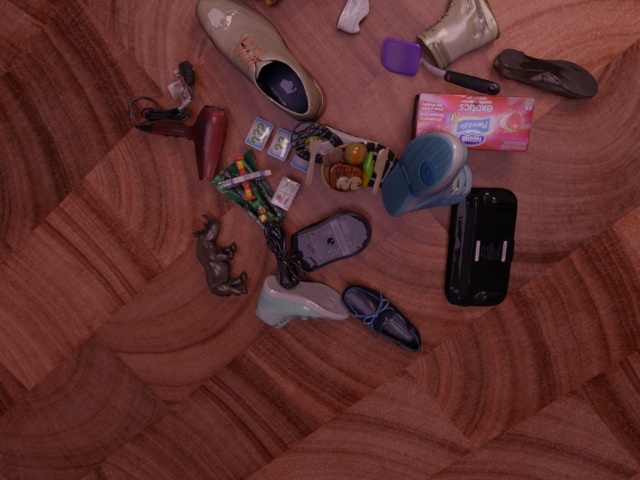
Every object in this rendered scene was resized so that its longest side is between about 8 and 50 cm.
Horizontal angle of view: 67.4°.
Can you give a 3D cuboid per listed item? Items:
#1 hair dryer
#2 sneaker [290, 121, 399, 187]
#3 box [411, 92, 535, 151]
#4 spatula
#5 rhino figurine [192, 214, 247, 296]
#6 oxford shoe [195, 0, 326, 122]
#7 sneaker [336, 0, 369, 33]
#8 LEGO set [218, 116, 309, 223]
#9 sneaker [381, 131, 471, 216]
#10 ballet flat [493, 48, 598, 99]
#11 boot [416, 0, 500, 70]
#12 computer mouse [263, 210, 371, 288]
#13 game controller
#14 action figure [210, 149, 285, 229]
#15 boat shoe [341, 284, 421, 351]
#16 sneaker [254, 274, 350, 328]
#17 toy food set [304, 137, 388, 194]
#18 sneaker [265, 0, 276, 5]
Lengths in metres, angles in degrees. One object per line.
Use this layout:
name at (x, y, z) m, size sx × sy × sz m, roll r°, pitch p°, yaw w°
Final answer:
hair dryer at (-0.344, -0.285, 1.243) m, size 0.223 × 0.080 × 0.294 m, roll -31°, pitch 87°, yaw 19°
sneaker at (0.063, -0.225, 1.189) m, size 0.299 × 0.121 × 0.111 m, roll 21°, pitch 110°, yaw -19°
box at (0.348, -0.278, 1.128) m, size 0.256 × 0.128 × 0.123 m, roll 4°, pitch 105°, yaw 5°
spatula at (0.270, -0.388, 1.097) m, size 0.296 × 0.030 × 0.084 m, roll 32°, pitch 145°, yaw 25°
rhino figurine at (-0.284, 0.045, 1.316) m, size 0.106 × 0.073 × 0.244 m, roll -16°, pitch 101°, yaw 7°
oxford shoe at (-0.143, -0.441, 1.131) m, size 0.397 × 0.146 × 0.140 m, roll 40°, pitch 106°, yaw -5°
sneaker at (0.091, -0.563, 1.126) m, size 0.061 × 0.054 × 0.152 m, roll 21°, pitch 112°, yaw -9°
LEGO set at (-0.134, -0.172, 1.207) m, size 0.182 × 0.060 × 0.245 m, roll 26°, pitch 85°, yaw -3°
sneaker at (0.286, -0.160, 1.093) m, size 0.208 × 0.319 × 0.127 m, roll -12°, pitch 80°, yaw -19°
ballet flat at (0.523, -0.382, 1.123) m, size 0.249 × 0.058 × 0.084 m, roll 14°, pitch 71°, yaw -3°
boot at (0.291, -0.519, 1.100) m, size 0.165 × 0.077 × 0.213 m, roll -28°, pitch 100°, yaw 15°
computer mouse at (0.000, 0.000, 1.262) m, size 0.272 × 0.072 × 0.189 m, roll -18°, pitch 96°, yaw 2°
game controller at (0.417, 0.023, 1.244) m, size 0.166 × 0.067 × 0.320 m, roll -1°, pitch 106°, yaw -8°
action figure at (-0.169, -0.105, 1.272) m, size 0.137 × 0.063 × 0.232 m, roll -36°, pitch 102°, yaw 11°
boat shoe at (0.175, 0.203, 1.290) m, size 0.258 × 0.089 × 0.109 m, roll 31°, pitch 95°, yaw -6°
sneaker at (-0.055, 0.190, 1.330) m, size 0.255 × 0.094 × 0.151 m, roll 19°, pitch 130°, yaw -13°
toy food set at (0.062, -0.167, 1.125) m, size 0.191 × 0.039 × 0.133 m, roll 5°, pitch 114°, yaw -13°
sneaker at (-0.194, -0.617, 1.108) m, size 0.225 × 0.088 × 0.093 m, roll 18°, pitch 114°, yaw -12°
